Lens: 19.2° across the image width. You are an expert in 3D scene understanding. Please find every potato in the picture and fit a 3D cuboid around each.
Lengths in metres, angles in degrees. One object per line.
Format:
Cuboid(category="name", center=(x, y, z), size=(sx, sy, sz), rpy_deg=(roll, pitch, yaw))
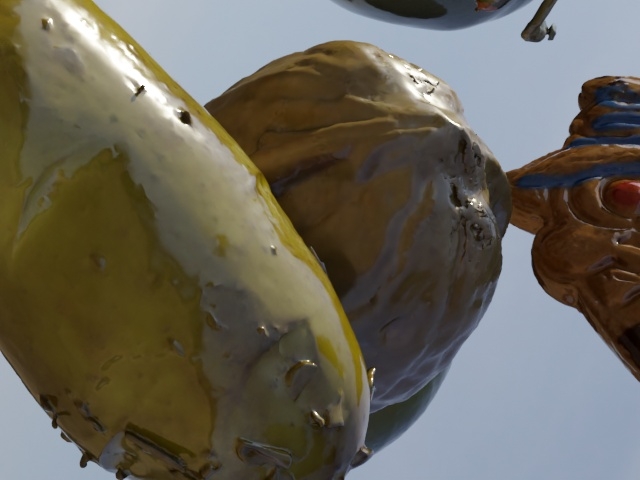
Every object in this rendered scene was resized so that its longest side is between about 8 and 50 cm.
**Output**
Cuboid(category="potato", center=(-0.093, -0.001, 0.851), size=(0.140, 0.300, 0.173), rpy_deg=(-40, 179, 6))

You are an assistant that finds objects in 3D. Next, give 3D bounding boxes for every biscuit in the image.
Cuboid(category="biscuit", center=(0.196, -0.003, 1.091), size=(0.280, 0.183, 0.043), rpy_deg=(-97, -177, -47))

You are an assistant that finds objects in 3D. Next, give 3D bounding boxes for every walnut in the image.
Cuboid(category="walnut", center=(0.000, 0.000, 1.019), size=(0.245, 0.198, 0.198), rpy_deg=(-40, -147, 45))

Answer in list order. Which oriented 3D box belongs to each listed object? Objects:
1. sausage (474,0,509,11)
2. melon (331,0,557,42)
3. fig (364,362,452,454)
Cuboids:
Cuboid(category="sausage", center=(0.092, -0.121, 0.752), size=(0.100, 0.015, 0.015), rpy_deg=(-43, -150, 40))
Cuboid(category="melon", center=(0.064, -0.280, 1.327), size=(0.272, 0.308, 0.272), rpy_deg=(-49, 147, -48))
Cuboid(category="fig", center=(-0.010, 0.077, 1.454), size=(0.230, 0.207, 0.207), rpy_deg=(-38, -145, 51))
